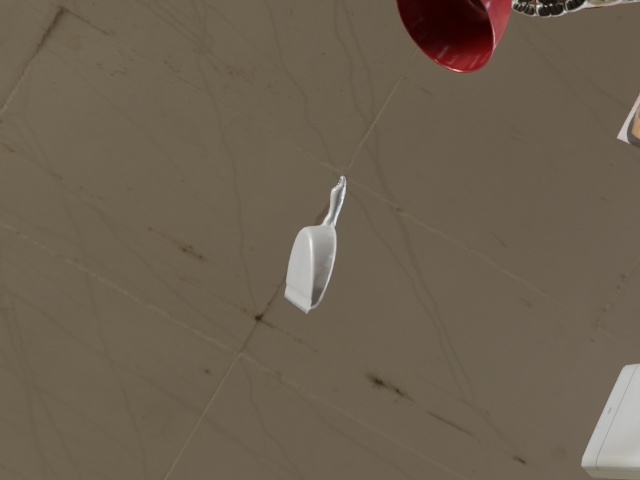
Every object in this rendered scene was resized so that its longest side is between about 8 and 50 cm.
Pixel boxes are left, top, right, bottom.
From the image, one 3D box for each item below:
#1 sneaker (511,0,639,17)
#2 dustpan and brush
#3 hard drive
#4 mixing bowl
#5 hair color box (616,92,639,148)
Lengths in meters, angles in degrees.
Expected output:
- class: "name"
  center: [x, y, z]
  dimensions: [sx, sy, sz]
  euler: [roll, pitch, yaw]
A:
- class: "sneaker"
  center: [0.412, -0.395, 1.021]
  dimensions: [0.279, 0.118, 0.107]
  euler: [10, -72, 27]
- class: "dustpan and brush"
  center: [0.000, 0.000, 1.051]
  dimensions: [0.060, 0.147, 0.211]
  euler: [6, -85, -19]
- class: "hard drive"
  center: [0.601, 0.277, 1.055]
  dimensions: [0.047, 0.353, 0.233]
  euler: [45, -120, -8]
- class: "mixing bowl"
  center: [0.208, -0.349, 0.971]
  dimensions: [0.098, 0.181, 0.181]
  euler: [-44, -81, -16]
- class: "hair color box"
  center: [0.441, -0.177, 0.827]
  dimensions: [0.043, 0.072, 0.141]
  euler: [2, -62, -35]
